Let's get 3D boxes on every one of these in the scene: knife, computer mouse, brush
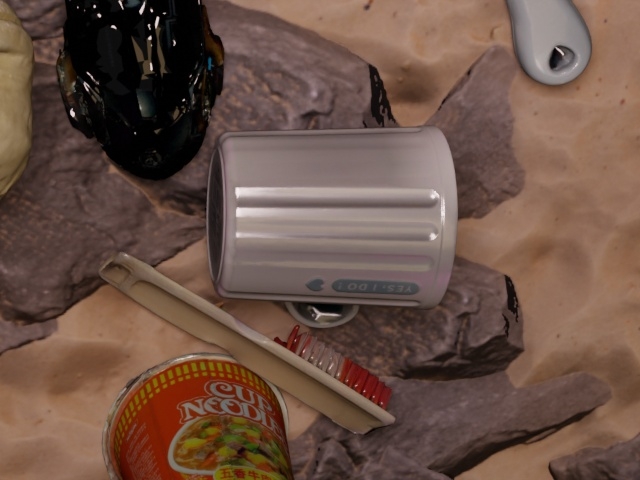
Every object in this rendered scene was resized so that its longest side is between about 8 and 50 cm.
[{"bbox_3d":[0.148,-0.282,1.168,0.080,0.044,0.331,-28,111,6],"label":"knife"},{"bbox_3d":[-0.151,-0.157,1.118,0.146,0.077,0.242,-12,115,-12],"label":"computer mouse"},{"bbox_3d":[-0.063,0.091,1.259,0.321,0.050,0.060,32,146,-19],"label":"brush"}]

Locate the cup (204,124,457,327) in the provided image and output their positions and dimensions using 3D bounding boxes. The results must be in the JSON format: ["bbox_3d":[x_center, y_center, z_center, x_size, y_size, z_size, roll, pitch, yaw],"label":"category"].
[{"bbox_3d":[0.003,0.003,1.179,0.202,0.167,0.221,1,111,-12],"label":"cup"}]

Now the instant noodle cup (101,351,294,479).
[{"bbox_3d":[-0.101,0.235,1.223,0.193,0.212,0.193,-5,114,-12],"label":"instant noodle cup"}]

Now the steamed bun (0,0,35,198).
[{"bbox_3d":[-0.339,-0.160,0.976,0.289,0.276,0.203,35,89,0],"label":"steamed bun"}]
